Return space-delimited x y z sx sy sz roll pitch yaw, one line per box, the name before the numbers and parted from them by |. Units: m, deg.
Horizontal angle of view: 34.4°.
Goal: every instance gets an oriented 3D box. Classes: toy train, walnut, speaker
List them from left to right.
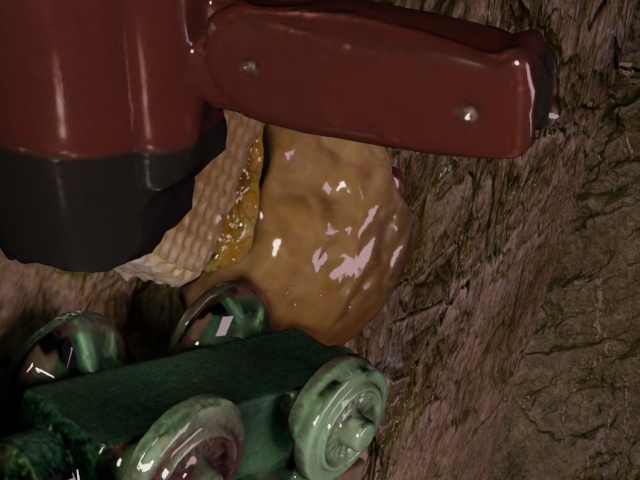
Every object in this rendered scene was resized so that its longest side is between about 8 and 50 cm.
speaker | -0.052 -0.146 0.394 0.198 0.259 0.330 -92 177 -56
toy train | -0.085 0.157 0.645 0.304 0.150 0.222 -7 118 -52
walnut | -0.006 0.003 0.804 0.204 0.141 0.238 -49 145 -40

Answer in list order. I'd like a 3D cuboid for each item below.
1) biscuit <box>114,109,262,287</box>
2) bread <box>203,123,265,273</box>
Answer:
biscuit | -0.059 -0.185 0.625 0.144 0.078 0.426 39 67 -66
bread | -0.074 -0.032 0.702 0.060 0.066 0.110 171 -74 -65
